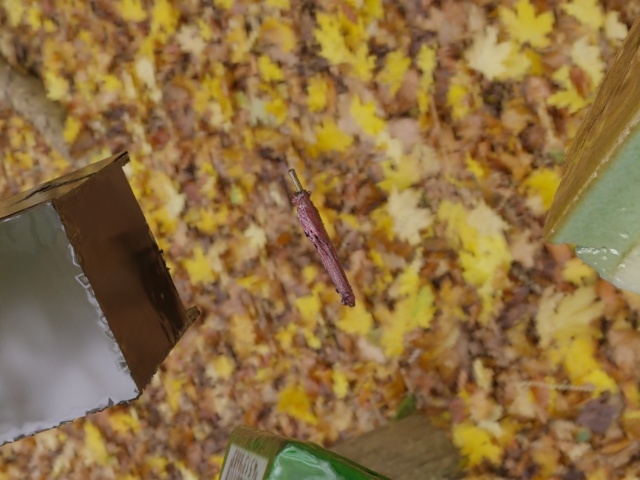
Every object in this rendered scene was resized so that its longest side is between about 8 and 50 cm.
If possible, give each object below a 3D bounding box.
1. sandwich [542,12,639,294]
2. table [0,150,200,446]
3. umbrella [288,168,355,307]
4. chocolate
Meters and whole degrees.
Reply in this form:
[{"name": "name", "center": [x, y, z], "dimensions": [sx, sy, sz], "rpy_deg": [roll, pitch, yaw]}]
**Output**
[{"name": "sandwich", "center": [0.230, -0.044, 0.640], "dimensions": [0.155, 0.227, 0.198], "rpy_deg": [25, 110, 2]}, {"name": "table", "center": [-0.230, 0.047, 0.980], "dimensions": [0.172, 0.193, 0.169], "rpy_deg": [-20, 103, 14]}, {"name": "umbrella", "center": [0.000, 0.000, 1.191], "dimensions": [0.165, 0.025, 0.027], "rpy_deg": [65, 165, -22]}, {"name": "chocolate", "center": [0.038, 0.373, 1.486], "dimensions": [0.341, 0.161, 0.360], "rpy_deg": [28, 169, -9]}]
